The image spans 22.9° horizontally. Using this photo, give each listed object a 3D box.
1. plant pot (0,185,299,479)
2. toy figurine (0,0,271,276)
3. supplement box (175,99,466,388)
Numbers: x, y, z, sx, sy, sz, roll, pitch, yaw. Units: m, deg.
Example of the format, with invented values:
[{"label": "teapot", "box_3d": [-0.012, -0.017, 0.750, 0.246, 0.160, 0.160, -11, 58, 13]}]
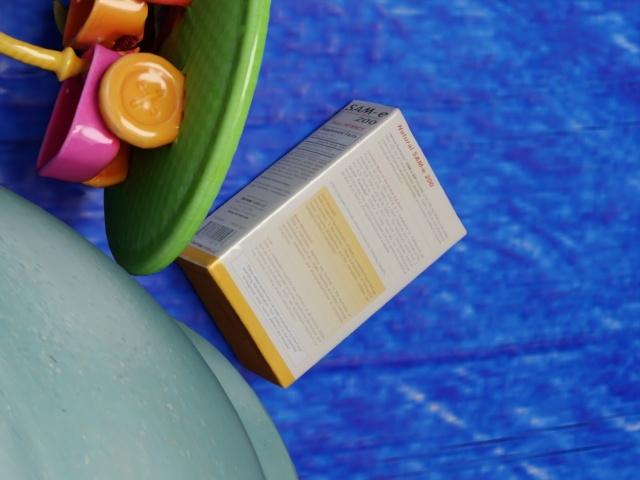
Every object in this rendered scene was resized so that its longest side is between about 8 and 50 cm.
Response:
[{"label": "plant pot", "box_3d": [-0.122, 0.105, 0.437, 0.196, 0.293, 0.293, -3, 103, -57]}, {"label": "toy figurine", "box_3d": [-0.110, -0.090, 0.491, 0.159, 0.130, 0.173, 15, 71, -23]}, {"label": "supplement box", "box_3d": [0.000, 0.000, 0.606, 0.098, 0.036, 0.062, -39, 117, -18]}]
